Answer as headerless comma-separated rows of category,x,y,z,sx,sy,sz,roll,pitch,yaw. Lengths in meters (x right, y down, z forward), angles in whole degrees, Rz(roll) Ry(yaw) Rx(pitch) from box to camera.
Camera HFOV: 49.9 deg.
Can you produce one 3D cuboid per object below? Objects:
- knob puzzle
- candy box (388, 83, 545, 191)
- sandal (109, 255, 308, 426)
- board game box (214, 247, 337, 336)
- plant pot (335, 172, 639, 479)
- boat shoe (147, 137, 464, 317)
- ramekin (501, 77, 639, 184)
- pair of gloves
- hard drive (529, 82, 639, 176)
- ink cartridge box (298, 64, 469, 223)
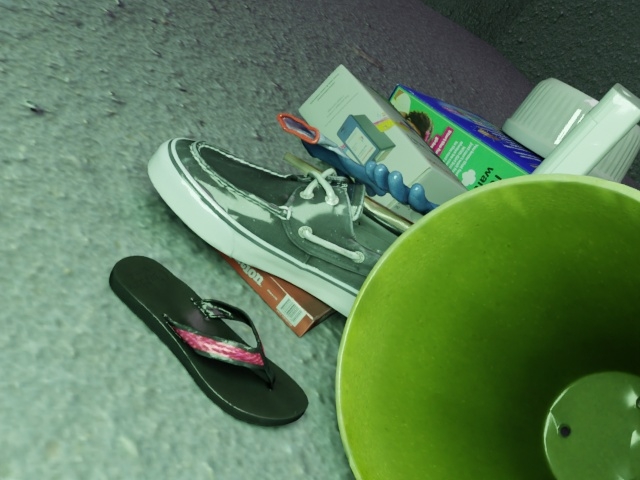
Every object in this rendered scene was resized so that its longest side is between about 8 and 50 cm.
knob puzzle,0.039,-0.037,0.746,0.213,0.030,0.213,29,7,-4
candy box,0.270,-0.101,1.076,0.268,0.122,0.317,5,30,-48
sandal,-0.079,0.067,0.504,0.179,0.040,0.067,41,26,5
board game box,0.000,0.000,0.730,0.145,0.027,0.281,45,27,10
plant pot,0.206,0.135,0.554,0.293,0.275,0.274,35,21,-47
boat shoe,-0.001,-0.015,0.605,0.301,0.102,0.108,34,27,-12
ramekin,0.403,-0.170,1.088,0.207,0.109,0.207,27,17,-9
pair of gloves,0.050,-0.056,0.646,0.198,0.023,0.159,33,3,27
hard drive,0.216,-0.032,0.737,0.040,0.307,0.203,43,26,9
ink cartridge box,0.090,-0.119,0.939,0.154,0.093,0.212,19,32,-55
